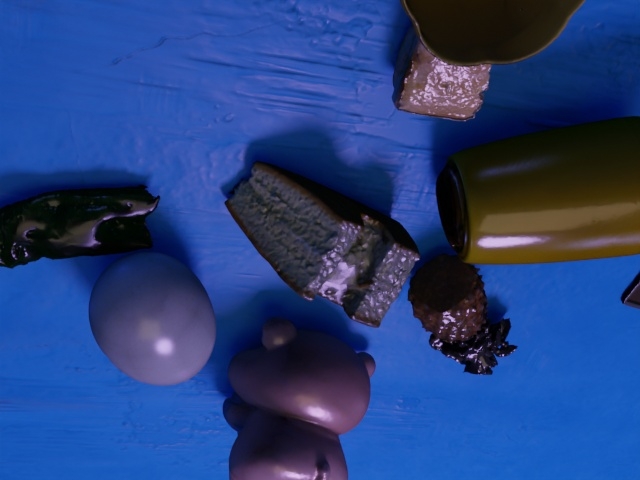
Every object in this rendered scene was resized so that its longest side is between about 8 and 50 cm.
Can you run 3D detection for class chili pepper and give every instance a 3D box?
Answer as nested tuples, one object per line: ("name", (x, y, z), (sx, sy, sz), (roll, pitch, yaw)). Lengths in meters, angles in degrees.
("chili pepper", (-0.303, -0.016, 1.031), (0.224, 0.061, 0.098), (-9, 122, -4))

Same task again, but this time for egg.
("egg", (-0.211, 0.106, 1.089), (0.151, 0.151, 0.209), (-16, 136, 0))

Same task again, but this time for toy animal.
("toy animal", (-0.036, 0.252, 1.198), (0.229, 0.221, 0.210), (-41, 129, 20))

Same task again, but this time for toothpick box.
("toothpick box", (0.288, -0.055, 1.065), (0.271, 0.175, 0.175), (-8, 129, -3))

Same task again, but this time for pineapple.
("pineapple", (0.212, 0.122, 1.234), (0.119, 0.111, 0.237), (0, 146, 28))

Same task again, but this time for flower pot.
("flower pot", (0.150, -0.293, 0.838), (0.195, 0.179, 0.195), (-6, 127, -8))

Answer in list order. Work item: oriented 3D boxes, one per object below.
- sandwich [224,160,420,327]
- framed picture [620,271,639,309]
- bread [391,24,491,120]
("sandwich", (0.000, 0.000, 1.073), (0.235, 0.128, 0.122), (24, 111, -28))
("framed picture", (0.606, 0.019, 1.294), (0.192, 0.018, 0.265), (15, 123, -23))
("bread", (0.143, -0.207, 0.972), (0.106, 0.082, 0.125), (9, 136, -7))
